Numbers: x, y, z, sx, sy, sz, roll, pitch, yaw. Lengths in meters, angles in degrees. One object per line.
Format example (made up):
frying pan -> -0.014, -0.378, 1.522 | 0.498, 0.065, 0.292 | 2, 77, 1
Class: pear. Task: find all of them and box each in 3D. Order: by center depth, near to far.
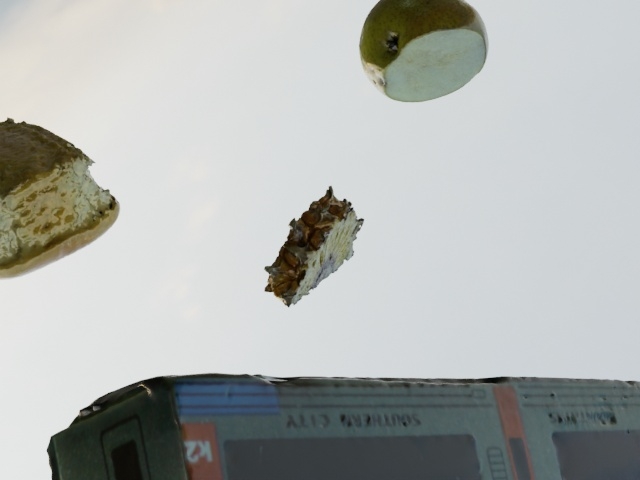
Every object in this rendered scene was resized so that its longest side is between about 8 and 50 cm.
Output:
pear -> 0.106, -0.220, 1.656 | 0.141, 0.141, 0.104 | -28, -117, 11

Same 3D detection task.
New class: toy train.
toy train -> 0.065, 0.111, 0.724 | 0.409, 0.089, 0.086 | 7, 154, -45

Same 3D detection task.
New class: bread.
bread -> -0.326, -0.047, 1.628 | 0.174, 0.121, 0.245 | -23, -156, -27

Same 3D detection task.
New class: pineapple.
pineapple -> 0.000, 0.000, 0.746 | 0.019, 0.045, 0.083 | 26, -151, 17
